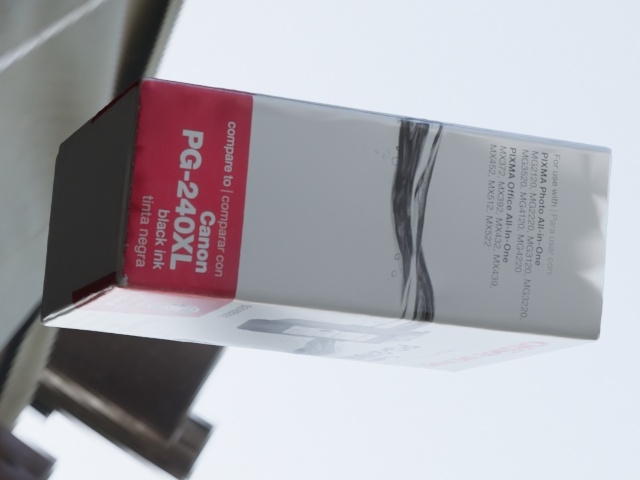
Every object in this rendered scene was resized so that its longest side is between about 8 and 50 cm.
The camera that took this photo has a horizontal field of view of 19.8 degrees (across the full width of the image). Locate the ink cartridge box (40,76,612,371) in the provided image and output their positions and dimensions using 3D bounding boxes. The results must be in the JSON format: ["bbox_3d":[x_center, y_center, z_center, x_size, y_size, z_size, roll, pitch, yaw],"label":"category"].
[{"bbox_3d":[0.000,0.000,0.567,0.150,0.063,0.109,8,-11,-19],"label":"ink cartridge box"}]
